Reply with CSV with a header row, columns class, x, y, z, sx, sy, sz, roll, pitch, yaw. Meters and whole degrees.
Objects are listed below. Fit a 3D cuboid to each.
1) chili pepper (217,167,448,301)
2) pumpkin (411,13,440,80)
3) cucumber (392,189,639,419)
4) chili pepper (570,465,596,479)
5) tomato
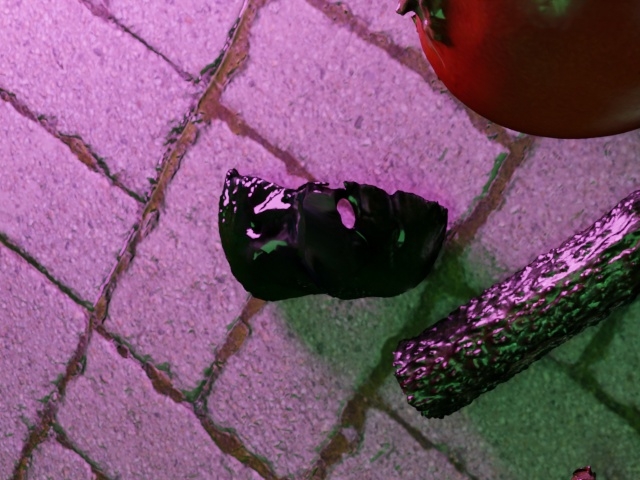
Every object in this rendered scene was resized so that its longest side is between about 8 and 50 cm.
class,x,y,z,sx,sy,sz,roll,pitch,yaw
chili pepper,-0.001,0.002,1.337,0.264,0.116,0.148,2,105,29
pumpkin,0.138,-0.205,1.253,0.083,0.054,0.074,-25,93,26
cucumber,0.229,0.055,1.245,0.359,0.096,0.096,-35,84,27
chili pepper,0.408,0.320,1.196,0.387,0.110,0.110,26,112,19
tomato,0.221,-0.243,1.071,0.321,0.321,0.322,7,104,27
